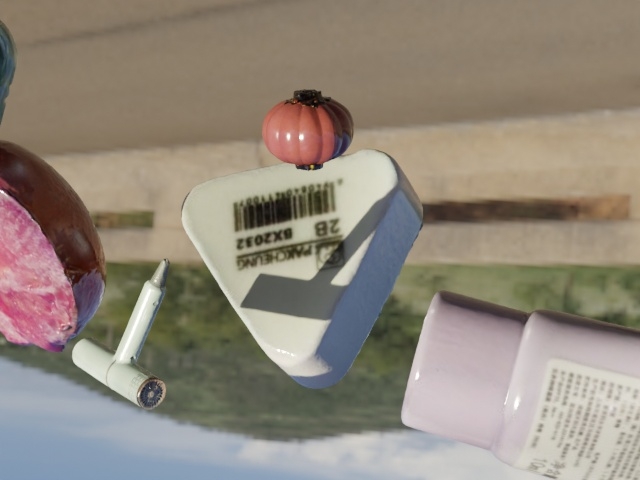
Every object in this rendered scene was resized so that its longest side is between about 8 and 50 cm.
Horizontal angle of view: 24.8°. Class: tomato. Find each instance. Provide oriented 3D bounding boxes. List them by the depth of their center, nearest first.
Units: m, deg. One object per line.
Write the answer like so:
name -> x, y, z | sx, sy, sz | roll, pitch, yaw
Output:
tomato -> -0.408, -0.008, 2.084 | 0.290, 0.334, 0.176 | -8, -152, 49

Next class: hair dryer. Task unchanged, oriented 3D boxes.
hair dryer -> -0.225, 0.093, 1.754 | 0.044, 0.183, 0.155 | 11, -172, -44

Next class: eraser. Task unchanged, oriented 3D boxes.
eraser -> 0.000, 0.000, 2.060 | 0.331, 0.331, 0.150 | 4, 156, 20

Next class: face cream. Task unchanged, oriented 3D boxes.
face cream -> 0.192, 0.108, 0.901 | 0.274, 0.154, 0.096 | 16, -145, 7

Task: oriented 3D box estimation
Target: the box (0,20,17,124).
box -> -0.460, -0.158, 1.332 | 0.312, 0.175, 0.182 | 19, -165, 2

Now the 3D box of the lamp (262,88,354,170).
lamp -> -0.014, -0.129, 1.697 | 0.108, 0.092, 0.107 | -3, -162, 1
